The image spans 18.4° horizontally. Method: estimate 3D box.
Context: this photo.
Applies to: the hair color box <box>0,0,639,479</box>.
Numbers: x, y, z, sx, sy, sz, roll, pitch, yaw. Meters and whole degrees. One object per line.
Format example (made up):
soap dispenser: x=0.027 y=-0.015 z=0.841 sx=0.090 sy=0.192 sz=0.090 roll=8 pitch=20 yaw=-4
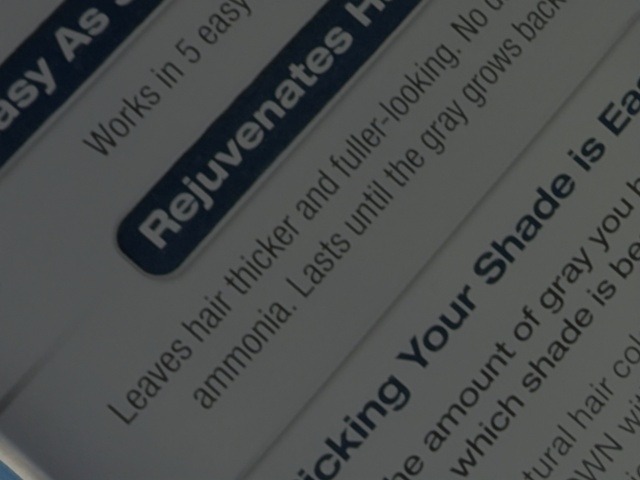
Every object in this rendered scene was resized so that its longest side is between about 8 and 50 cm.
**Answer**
hair color box: x=0.000 y=0.000 z=0.409 sx=0.174 sy=0.347 sz=0.105 roll=-48 pitch=1 yaw=-19
